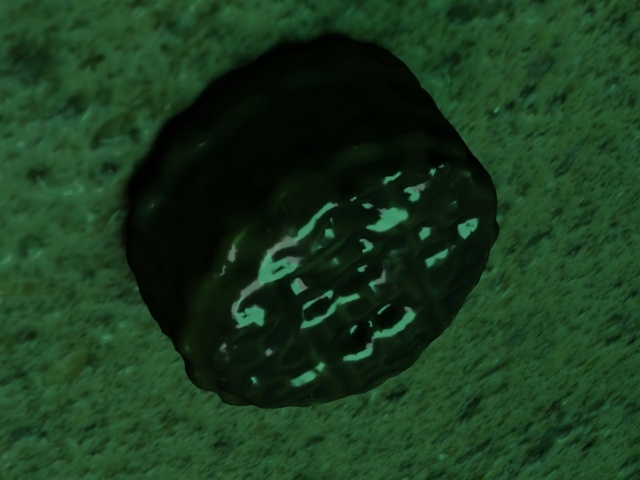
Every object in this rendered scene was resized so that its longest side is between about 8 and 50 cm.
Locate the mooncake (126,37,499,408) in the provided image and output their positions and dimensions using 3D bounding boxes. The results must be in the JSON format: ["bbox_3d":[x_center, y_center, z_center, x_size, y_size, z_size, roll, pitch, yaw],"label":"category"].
[{"bbox_3d":[0.000,0.000,0.855,0.228,0.124,0.228,-27,144,-21],"label":"mooncake"}]
